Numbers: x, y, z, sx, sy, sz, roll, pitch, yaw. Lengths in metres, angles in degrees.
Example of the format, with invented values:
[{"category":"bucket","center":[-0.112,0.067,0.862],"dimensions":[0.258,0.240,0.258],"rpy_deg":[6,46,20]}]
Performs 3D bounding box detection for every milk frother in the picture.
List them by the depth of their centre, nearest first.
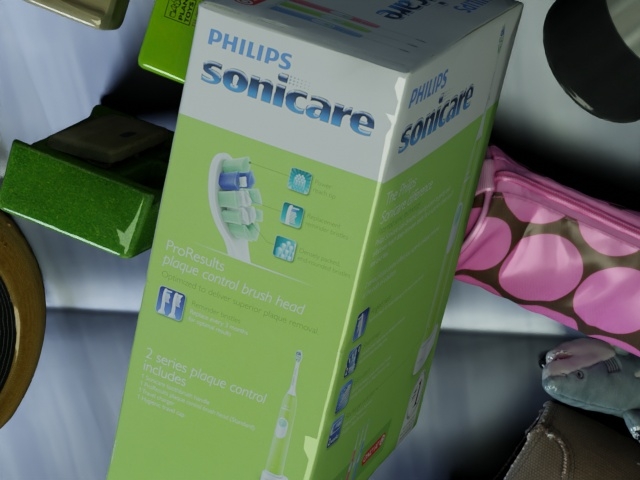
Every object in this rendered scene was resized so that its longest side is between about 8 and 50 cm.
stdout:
[{"category":"milk frother","center":[0.167,-0.156,0.972],"dimensions":[0.143,0.129,0.135],"rpy_deg":[21,149,-21]}]

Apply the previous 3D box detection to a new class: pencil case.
[{"category":"pencil case","center":[0.171,0.008,1.135],"dimensions":[0.209,0.095,0.098],"rpy_deg":[20,159,-12]}]

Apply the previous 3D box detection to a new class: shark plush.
[{"category":"shark plush","center":[0.209,0.117,1.229],"dimensions":[0.073,0.067,0.161],"rpy_deg":[-33,119,26]}]

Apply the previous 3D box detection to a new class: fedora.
[{"category":"fedora","center":[-0.268,0.056,1.188],"dimensions":[0.079,0.194,0.194],"rpy_deg":[17,139,40]}]

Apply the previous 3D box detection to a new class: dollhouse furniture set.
[{"category":"dollhouse furniture set","center":[-0.189,-0.142,1.060],"dimensions":[0.302,0.151,0.197],"rpy_deg":[22,107,9]}]

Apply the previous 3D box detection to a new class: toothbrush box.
[{"category":"toothbrush box","center":[0.000,0.000,1.008],"dimensions":[0.122,0.206,0.283],"rpy_deg":[21,114,16]}]

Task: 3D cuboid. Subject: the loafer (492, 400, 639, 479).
[{"category":"loafer","center":[0.086,0.237,1.313],"dimensions":[0.366,0.134,0.130],"rpy_deg":[-41,92,19]}]
